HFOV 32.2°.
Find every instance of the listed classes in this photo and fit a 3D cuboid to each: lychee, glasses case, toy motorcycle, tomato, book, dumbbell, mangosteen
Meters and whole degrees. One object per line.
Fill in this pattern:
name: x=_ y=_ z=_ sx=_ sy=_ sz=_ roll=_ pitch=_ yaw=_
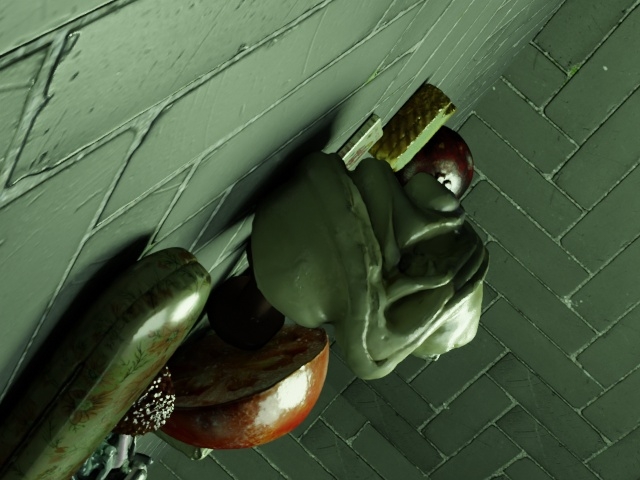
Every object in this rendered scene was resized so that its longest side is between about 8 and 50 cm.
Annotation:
lychee: x=-0.248 y=0.197 z=1.437 sx=0.129 sy=0.123 sz=0.123 roll=-52 pitch=173 yaw=38
glasses case: x=-0.262 y=0.169 z=1.215 sx=0.425 sy=0.098 sz=0.156 roll=-50 pitch=171 yaw=29
toy motorcycle: x=-0.361 y=0.371 z=1.854 sx=0.188 sy=0.143 sz=0.327 roll=-54 pitch=166 yaw=-43
tomato: x=-0.141 y=0.265 z=1.869 sx=0.338 sy=0.144 sz=0.338 roll=-14 pitch=-166 yaw=4
book: x=0.021 y=-0.112 z=1.873 sx=0.232 sy=0.022 sz=0.162 roll=-46 pitch=176 yaw=0
dumbbell: x=-0.088 y=0.074 z=1.812 sx=0.140 sy=0.124 sz=0.225 roll=-44 pitch=174 yaw=-42
mangosteen: x=0.230 y=-0.160 z=2.390 sx=0.210 sy=0.210 sz=0.210 roll=-47 pitch=175 yaw=-5

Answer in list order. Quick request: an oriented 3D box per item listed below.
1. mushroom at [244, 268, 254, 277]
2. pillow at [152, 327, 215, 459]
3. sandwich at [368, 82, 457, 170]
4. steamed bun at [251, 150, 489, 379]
mushroom: x=0.000 y=0.000 z=2.023 sx=0.329 sy=0.122 sz=0.159 roll=-47 pitch=166 yaw=-1
pillow: x=-0.210 y=0.273 z=2.094 sx=0.274 sy=0.076 sz=0.280 roll=-46 pitch=-150 yaw=-19
sandwich: x=0.178 y=-0.217 z=2.143 sx=0.186 sy=0.065 sz=0.214 roll=-48 pitch=175 yaw=6
steamed bun: x=0.092 y=0.015 z=1.553 sx=0.247 sy=0.352 sz=0.339 roll=-40 pitch=177 yaw=29
